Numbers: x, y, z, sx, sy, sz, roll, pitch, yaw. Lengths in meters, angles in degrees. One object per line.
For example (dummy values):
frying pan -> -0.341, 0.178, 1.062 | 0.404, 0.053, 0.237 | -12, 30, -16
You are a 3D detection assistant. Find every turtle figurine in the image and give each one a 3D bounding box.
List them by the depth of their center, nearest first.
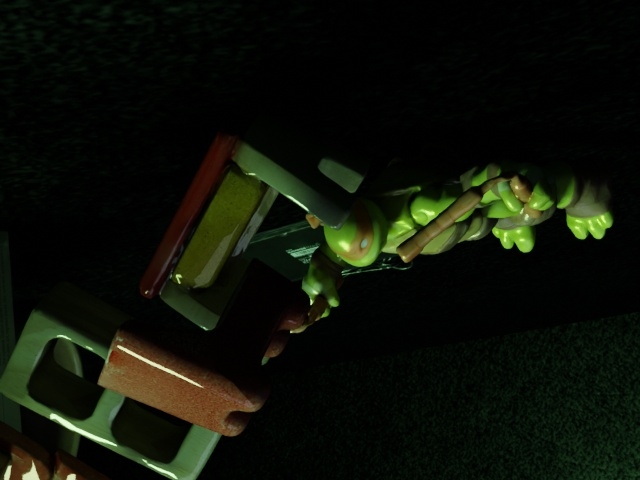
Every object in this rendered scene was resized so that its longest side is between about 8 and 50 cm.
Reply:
turtle figurine -> 0.069, -0.014, 0.763 | 0.217, 0.087, 0.269 | -9, 165, -40

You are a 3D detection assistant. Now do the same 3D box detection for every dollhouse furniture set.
dollhouse furniture set -> -0.137, 0.105, 0.588 | 0.152, 0.374, 0.201 | 28, -156, -3

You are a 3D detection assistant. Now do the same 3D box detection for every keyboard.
keyboard -> 0.000, 0.000, 0.984 | 0.192, 0.038, 0.100 | -14, 145, 37

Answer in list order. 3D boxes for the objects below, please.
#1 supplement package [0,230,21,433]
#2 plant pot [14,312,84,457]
supplement package -> -0.327, 0.118, 0.877 | 0.145, 0.204, 0.262 | -1, 169, -29
plant pot -> -0.399, 0.192, 1.226 | 0.229, 0.263, 0.263 | 8, 174, 14
